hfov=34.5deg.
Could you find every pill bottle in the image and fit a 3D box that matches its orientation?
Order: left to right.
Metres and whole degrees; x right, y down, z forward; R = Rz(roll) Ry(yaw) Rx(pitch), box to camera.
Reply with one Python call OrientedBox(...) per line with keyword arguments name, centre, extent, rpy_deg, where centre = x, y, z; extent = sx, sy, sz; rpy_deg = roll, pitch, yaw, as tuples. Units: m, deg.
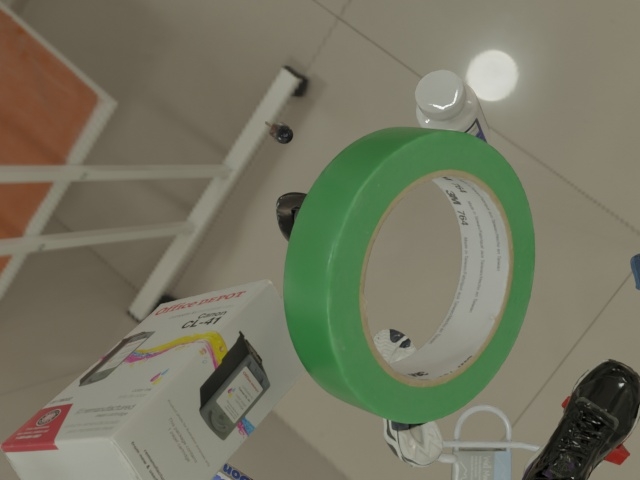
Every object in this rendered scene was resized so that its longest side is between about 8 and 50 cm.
OrientedBox(name="pill bottle", centre=(0.229, -0.217, 1.810), extent=(0.112, 0.187, 0.112), rpy_deg=(-8, 65, 17))

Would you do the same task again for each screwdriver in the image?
OrientedBox(name="screwdriver", centre=(-0.048, -0.128, 1.153), extent=(0.025, 0.170, 0.024), rpy_deg=(-39, 105, 4))

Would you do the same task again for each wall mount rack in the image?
OrientedBox(name="wall mount rack", centre=(0.359, 0.494, 1.937), extent=(0.304, 0.130, 0.350), rpy_deg=(1, 97, 1))

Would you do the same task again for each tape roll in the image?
OrientedBox(name="tape roll", centre=(0.107, 0.037, 1.135), extent=(0.077, 0.321, 0.321), rpy_deg=(13, 100, 48))

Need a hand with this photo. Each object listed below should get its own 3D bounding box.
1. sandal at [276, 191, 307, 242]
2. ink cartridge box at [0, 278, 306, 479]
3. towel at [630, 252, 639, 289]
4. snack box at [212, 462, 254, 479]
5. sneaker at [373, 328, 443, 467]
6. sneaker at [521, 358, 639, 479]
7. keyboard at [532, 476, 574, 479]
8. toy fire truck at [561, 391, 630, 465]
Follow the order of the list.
OrientedBox(name="sandal", centre=(0.001, 0.000, 1.808), extent=(0.097, 0.054, 0.254), rpy_deg=(-23, 55, -15))
OrientedBox(name="ink cartridge box", centre=(-0.185, 0.191, 1.218), extent=(0.226, 0.306, 0.131), rpy_deg=(-14, 113, 41))
OrientedBox(name="towel", centre=(0.568, 0.048, 1.730), extent=(0.029, 0.119, 0.067), rpy_deg=(-11, 85, -17))
OrientedBox(name="snack box", centre=(-0.144, 0.308, 1.354), extent=(0.178, 0.022, 0.064), rpy_deg=(37, 132, -18))
OrientedBox(name="sneaker", centre=(0.135, 0.278, 1.745), extent=(0.094, 0.153, 0.235), rpy_deg=(-19, 69, -13))
OrientedBox(name="sneaker", centre=(0.387, 0.312, 1.532), extent=(0.107, 0.124, 0.283), rpy_deg=(31, 116, 13))
OrientedBox(name="keyboard", centre=(0.289, 0.355, 1.421), extent=(0.100, 0.192, 0.038), rpy_deg=(-28, 74, -12))
OrientedBox(name="toy fire truck", centre=(0.476, 0.278, 1.631), extent=(0.135, 0.047, 0.192), rpy_deg=(-55, 34, 17))
